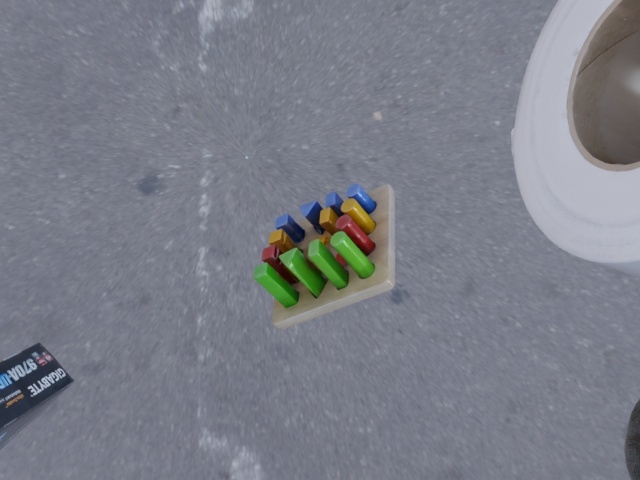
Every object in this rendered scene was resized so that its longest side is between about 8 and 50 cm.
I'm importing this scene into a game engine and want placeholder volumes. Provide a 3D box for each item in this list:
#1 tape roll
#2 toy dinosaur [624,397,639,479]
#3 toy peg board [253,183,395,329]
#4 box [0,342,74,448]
[{"bbox_3d":[0.268,-0.083,0.658,0.169,0.246,0.246,17,94,-28],"label":"tape roll"},{"bbox_3d":[0.413,0.246,1.184,0.121,0.160,0.313,9,80,-45],"label":"toy dinosaur"},{"bbox_3d":[0.000,0.000,1.198,0.161,0.160,0.079,-22,131,25],"label":"toy peg board"},{"bbox_3d":[-0.321,0.184,0.812,0.220,0.175,0.051,-41,88,13],"label":"box"}]
